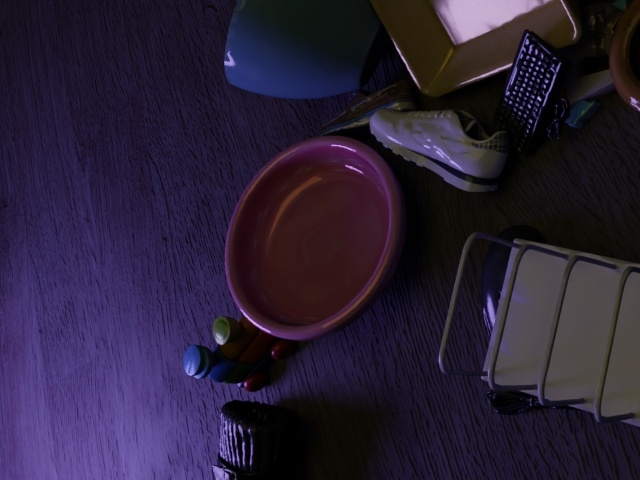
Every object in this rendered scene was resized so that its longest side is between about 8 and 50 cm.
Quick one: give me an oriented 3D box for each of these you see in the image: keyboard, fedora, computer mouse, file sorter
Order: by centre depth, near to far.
[{"bbox_3d":[0.309,0.108,1.217,0.277,0.173,0.193,13,90,34],"label":"file sorter"},{"bbox_3d":[0.449,-0.232,1.237,0.194,0.079,0.195,-9,77,43],"label":"fedora"},{"bbox_3d":[0.287,0.103,1.363,0.184,0.060,0.262,-5,80,46],"label":"computer mouse"},{"bbox_3d":[0.286,-0.185,1.366,0.108,0.023,0.180,44,151,23],"label":"keyboard"}]

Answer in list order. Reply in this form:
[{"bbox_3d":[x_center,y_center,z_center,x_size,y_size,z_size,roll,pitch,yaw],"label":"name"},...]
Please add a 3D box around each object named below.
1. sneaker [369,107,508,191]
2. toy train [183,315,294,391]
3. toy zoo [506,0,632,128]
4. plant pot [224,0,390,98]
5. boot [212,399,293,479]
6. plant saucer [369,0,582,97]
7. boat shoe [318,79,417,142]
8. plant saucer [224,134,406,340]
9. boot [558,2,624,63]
[{"bbox_3d":[0.174,-0.155,1.492,0.235,0.090,0.095,30,122,32],"label":"sneaker"},{"bbox_3d":[-0.115,0.146,1.709,0.248,0.143,0.105,-51,52,27],"label":"toy train"},{"bbox_3d":[0.337,-0.296,1.398,0.192,0.030,0.293,-10,76,45],"label":"toy zoo"},{"bbox_3d":[0.003,-0.339,1.608,0.195,0.290,0.290,25,104,9],"label":"plant pot"},{"bbox_3d":[-0.067,0.414,1.625,0.348,0.131,0.260,16,95,46],"label":"boot"},{"bbox_3d":[0.186,-0.388,1.398,0.332,0.081,0.333,-14,111,58],"label":"plant saucer"},{"bbox_3d":[0.076,-0.204,1.636,0.183,0.066,0.066,-15,68,33],"label":"boat shoe"},{"bbox_3d":[0.000,0.000,1.619,0.332,0.084,0.332,-13,66,32],"label":"plant saucer"},{"bbox_3d":[0.346,-0.252,1.330,0.087,0.042,0.119,24,101,43],"label":"boot"}]
